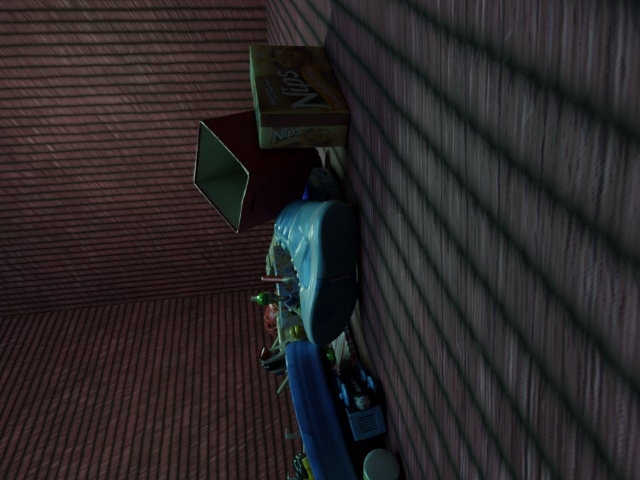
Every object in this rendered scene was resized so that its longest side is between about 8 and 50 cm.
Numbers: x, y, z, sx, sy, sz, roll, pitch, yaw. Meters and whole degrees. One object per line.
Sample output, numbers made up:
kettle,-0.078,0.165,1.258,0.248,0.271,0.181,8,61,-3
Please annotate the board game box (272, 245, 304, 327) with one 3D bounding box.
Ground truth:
board game box,-0.089,0.158,1.593,0.275,0.144,0.142,-103,11,-45

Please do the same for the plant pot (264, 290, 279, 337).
plant pot,-0.166,0.340,2.081,0.191,0.190,0.174,-104,20,-43

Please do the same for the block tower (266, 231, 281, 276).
block tower,-0.133,0.008,1.698,0.091,0.097,0.336,-106,29,-42

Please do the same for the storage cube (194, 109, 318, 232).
storage cube,-0.152,-0.167,1.003,0.215,0.193,0.184,47,140,24

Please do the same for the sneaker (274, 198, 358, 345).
sneaker,-0.021,0.056,0.979,0.208,0.127,0.319,22,110,52

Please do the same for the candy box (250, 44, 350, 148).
candy box,-0.059,-0.332,0.987,0.088,0.182,0.317,96,166,-47

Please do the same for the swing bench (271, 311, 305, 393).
swing bench,-0.114,0.481,1.905,0.253,0.165,0.255,-104,18,-49

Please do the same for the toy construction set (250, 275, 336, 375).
toy construction set,-0.048,0.248,1.296,0.237,0.257,0.309,-4,113,39

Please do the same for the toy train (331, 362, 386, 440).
toy train,0.072,0.317,0.881,0.184,0.080,0.105,174,84,-82

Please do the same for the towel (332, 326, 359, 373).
towel,0.061,0.261,1.089,0.144,0.029,0.197,94,165,-45

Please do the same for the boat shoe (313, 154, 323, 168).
boat shoe,-0.010,-0.158,1.209,0.060,0.064,0.178,37,142,35

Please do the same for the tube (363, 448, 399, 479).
tube,0.106,0.462,0.816,0.070,0.062,0.240,-51,-28,-35

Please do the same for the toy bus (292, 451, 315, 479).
toy bus,0.026,0.678,1.223,0.220,0.149,0.212,104,146,-57

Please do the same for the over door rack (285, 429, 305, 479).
over door rack,-0.038,0.666,1.591,0.324,0.108,0.240,-66,-22,-63

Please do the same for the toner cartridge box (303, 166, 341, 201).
toner cartridge box,0.000,0.000,1.157,0.165,0.075,0.348,-114,21,-60

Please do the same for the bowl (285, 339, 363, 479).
bowl,0.019,0.409,0.984,0.391,0.077,0.392,161,90,-90
